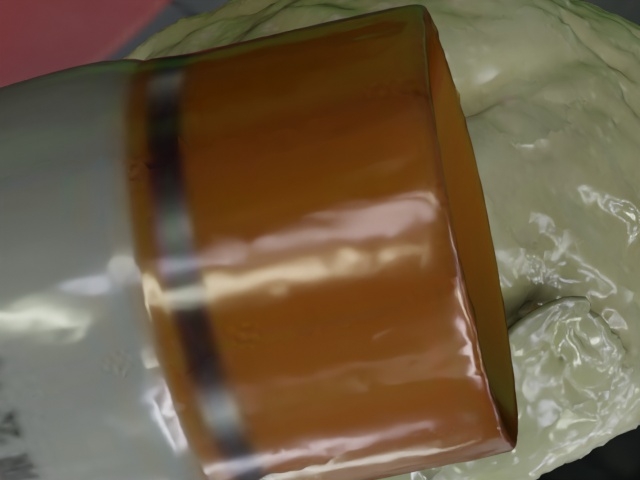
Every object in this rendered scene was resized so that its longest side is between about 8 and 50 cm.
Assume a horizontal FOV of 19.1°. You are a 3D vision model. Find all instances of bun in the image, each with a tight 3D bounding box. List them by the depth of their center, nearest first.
[{"bbox_3d":[0.000,0.000,0.563,0.244,0.244,0.153,-19,99,48],"label":"bun"}]

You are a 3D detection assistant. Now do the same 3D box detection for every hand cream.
[{"bbox_3d":[-0.119,0.033,0.380,0.314,0.089,0.140,-13,166,6],"label":"hand cream"}]
